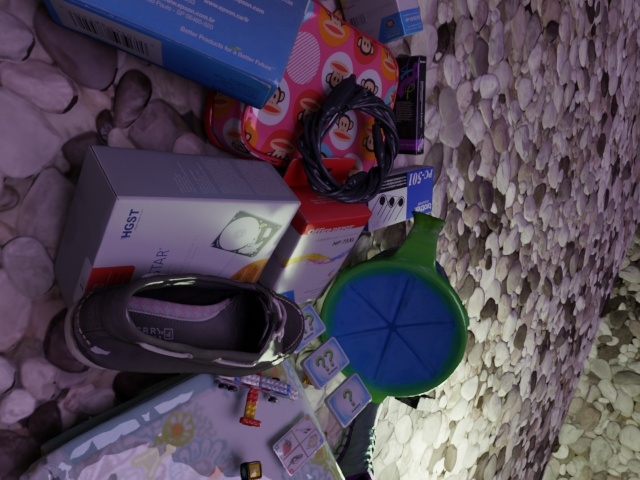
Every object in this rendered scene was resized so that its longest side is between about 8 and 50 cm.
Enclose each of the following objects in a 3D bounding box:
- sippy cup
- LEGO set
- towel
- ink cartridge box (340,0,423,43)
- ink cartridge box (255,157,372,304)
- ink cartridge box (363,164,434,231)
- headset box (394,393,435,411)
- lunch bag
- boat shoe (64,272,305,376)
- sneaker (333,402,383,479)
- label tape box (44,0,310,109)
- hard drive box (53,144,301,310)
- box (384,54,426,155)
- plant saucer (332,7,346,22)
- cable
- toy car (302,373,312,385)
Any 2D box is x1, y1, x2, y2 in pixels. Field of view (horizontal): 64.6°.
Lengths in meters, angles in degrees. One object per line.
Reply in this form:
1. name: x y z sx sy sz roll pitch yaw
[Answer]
1. sippy cup: 0.137 0.115 0.888 0.240 0.305 0.224 52 21 -2
2. LEGO set: -0.036 0.213 0.709 0.244 0.060 0.183 -30 87 -42
3. towel: -0.146 0.339 0.677 0.374 0.090 0.321 -22 87 -37
4. ink cartridge box: 0.083 -0.401 0.789 0.061 0.104 0.182 -33 113 -41
5. ink cartridge box: -0.019 -0.006 0.740 0.134 0.078 0.231 -10 140 -43
6. ink cartridge box: 0.144 -0.087 0.986 0.207 0.046 0.097 -18 113 -42
7. headset box: 0.220 0.364 1.164 0.083 0.062 0.032 27 81 -46
8. lunch bag: -0.018 -0.190 0.741 0.293 0.120 0.259 11 93 -47
9. boat shoe: -0.111 0.099 0.585 0.335 0.095 0.112 12 62 -51
10. sneaker: 0.089 0.429 1.020 0.083 0.098 0.224 46 67 -42
11. label tape box: -0.111 -0.348 0.543 0.240 0.106 0.334 20 85 -15
12. hard drive box: -0.167 -0.006 0.601 0.232 0.089 0.181 -3 136 -44
13. box: 0.128 -0.233 0.882 0.029 0.116 0.162 -17 112 -44
14. plant saucer: 0.044 -0.343 0.842 0.083 0.013 0.084 -14 110 -42
15. cable: 0.041 -0.125 0.696 0.150 0.047 0.185 49 59 -33
16. toy car: 0.021 0.222 0.940 0.060 0.040 0.122 41 70 -43
